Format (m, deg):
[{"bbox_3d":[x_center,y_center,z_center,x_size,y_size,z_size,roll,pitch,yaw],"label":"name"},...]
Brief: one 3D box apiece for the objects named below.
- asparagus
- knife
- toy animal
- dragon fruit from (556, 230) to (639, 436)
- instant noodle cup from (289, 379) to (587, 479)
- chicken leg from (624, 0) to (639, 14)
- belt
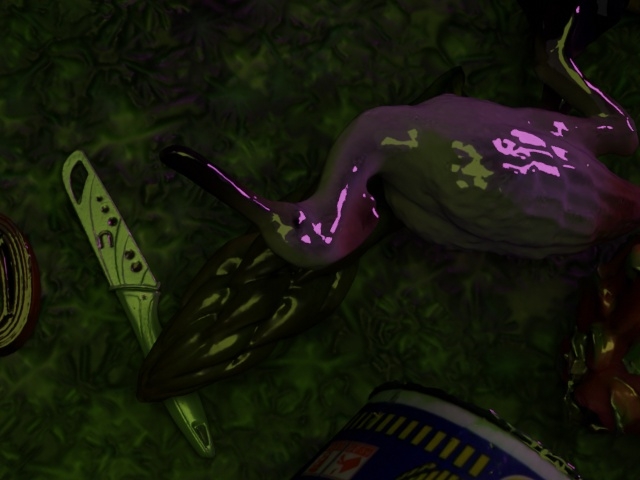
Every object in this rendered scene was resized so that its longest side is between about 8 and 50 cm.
[{"bbox_3d":[0.000,0.000,1.183,0.287,0.080,0.080,-40,84,-11],"label":"asparagus"},{"bbox_3d":[-0.107,0.037,1.197,0.030,0.014,0.207,-25,80,-8],"label":"knife"},{"bbox_3d":[0.077,-0.045,1.131,0.324,0.090,0.195,-37,90,-31],"label":"toy animal"},{"bbox_3d":[0.240,0.033,1.169,0.135,0.137,0.236,46,75,2],"label":"dragon fruit"},{"bbox_3d":[0.018,0.251,1.048,0.284,0.284,0.312,38,69,3],"label":"instant noodle cup"},{"bbox_3d":[0.235,-0.155,1.246,0.198,0.069,0.085,14,75,5],"label":"chicken leg"},{"bbox_3d":[-0.197,0.027,1.181,0.059,0.036,0.083,-5,78,0],"label":"belt"}]
